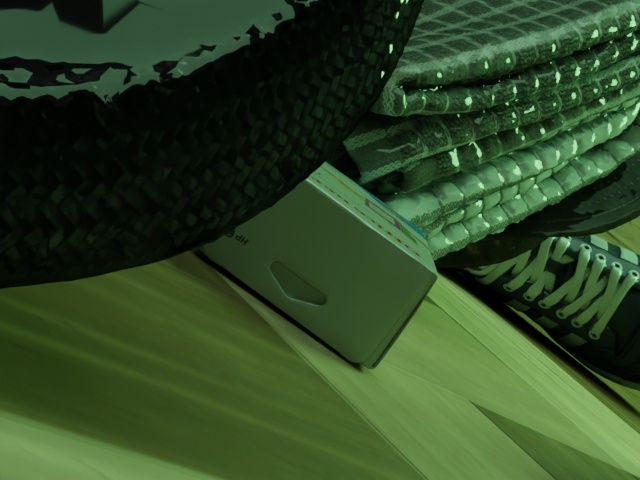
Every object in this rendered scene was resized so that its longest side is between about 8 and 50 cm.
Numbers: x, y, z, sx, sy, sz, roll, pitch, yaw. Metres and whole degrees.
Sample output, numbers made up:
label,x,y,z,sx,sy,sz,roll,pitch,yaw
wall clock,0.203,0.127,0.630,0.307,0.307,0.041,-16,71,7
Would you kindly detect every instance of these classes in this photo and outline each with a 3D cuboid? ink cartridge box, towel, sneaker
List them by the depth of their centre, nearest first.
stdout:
label,x,y,z,sx,sy,sz,roll,pitch,yaw
ink cartridge box,0.000,0.000,0.701,0.088,0.052,0.122,35,8,-4
towel,0.041,-0.118,0.896,0.284,0.121,0.235,-23,52,-40
sneaker,0.170,0.018,1.178,0.282,0.099,0.153,32,-1,29

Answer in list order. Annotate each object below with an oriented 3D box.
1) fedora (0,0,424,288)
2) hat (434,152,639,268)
label,x,y,z,sx,sy,sz,roll,pitch,yaw
fedora,-0.129,-0.129,0.389,0.334,0.334,0.152,32,-27,-27
hat,0.072,-0.072,1.056,0.331,0.134,0.331,5,43,-5
